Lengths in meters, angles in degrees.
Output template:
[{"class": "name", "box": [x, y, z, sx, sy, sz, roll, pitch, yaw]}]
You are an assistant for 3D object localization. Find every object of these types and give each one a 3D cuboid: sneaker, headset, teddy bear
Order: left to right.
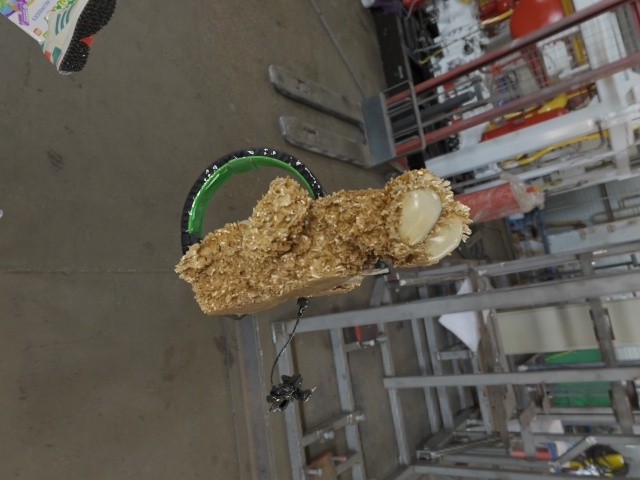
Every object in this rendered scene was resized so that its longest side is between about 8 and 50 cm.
[{"class": "sneaker", "box": [-0.370, -0.330, 0.663, 0.075, 0.161, 0.057, 45, 26, 1]}, {"class": "headset", "box": [-0.089, 0.044, 0.678, 0.185, 0.244, 0.393, 27, 48, -78]}, {"class": "teddy bear", "box": [0.000, 0.000, 0.518, 0.245, 0.338, 0.113, 6, 67, -45]}]

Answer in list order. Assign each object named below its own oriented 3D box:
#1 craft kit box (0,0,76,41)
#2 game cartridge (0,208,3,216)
[{"class": "craft kit box", "box": [-0.578, -0.561, 0.896, 0.249, 0.061, 0.247, -51, 133, 0]}, {"class": "game cartridge", "box": [-0.480, -0.060, 0.610, 0.017, 0.056, 0.083, -61, 138, -23]}]
